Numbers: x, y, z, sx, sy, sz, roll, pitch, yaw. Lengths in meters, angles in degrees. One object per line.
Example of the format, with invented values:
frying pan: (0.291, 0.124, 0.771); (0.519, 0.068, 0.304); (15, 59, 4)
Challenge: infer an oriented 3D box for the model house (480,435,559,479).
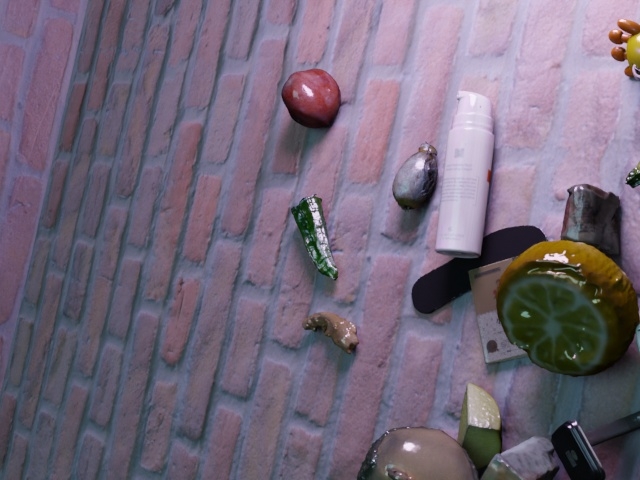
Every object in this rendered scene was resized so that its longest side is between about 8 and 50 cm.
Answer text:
model house: (0.415, 0.553, 1.571); (0.325, 0.194, 0.267); (38, 117, 33)

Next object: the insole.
insole: (0.328, 0.062, 1.888); (0.348, 0.009, 0.119); (-31, 59, 35)

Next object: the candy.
candy: (0.442, 0.124, 1.625); (0.260, 0.118, 0.259); (18, 123, 30)

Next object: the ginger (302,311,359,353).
ginger: (0.029, 0.208, 2.117); (0.173, 0.051, 0.069); (25, 92, 49)

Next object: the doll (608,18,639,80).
doll: (0.619, -0.325, 1.623); (0.221, 0.143, 0.135); (32, 75, 37)

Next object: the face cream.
face cream: (0.307, -0.140, 1.887); (0.102, 0.102, 0.345); (2, 79, 44)

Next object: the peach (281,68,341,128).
peach: (-0.023, -0.345, 2.236); (0.152, 0.152, 0.152); (-12, 72, 42)

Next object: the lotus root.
lotus root: (0.215, -0.143, 1.997); (0.088, 0.088, 0.165); (22, 86, 44)

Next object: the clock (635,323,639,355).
clock: (0.625, 0.178, 1.486); (0.189, 0.060, 0.148); (-16, 29, 16)

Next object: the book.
book: (0.373, 0.141, 1.809); (0.138, 0.016, 0.198); (-20, 70, 39)

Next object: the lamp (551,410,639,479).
lamp: (0.558, 0.358, 1.513); (0.283, 0.124, 0.203); (-23, 65, 3)

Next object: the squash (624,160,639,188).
squash: (0.657, -0.160, 1.581); (0.252, 0.066, 0.066); (-23, 65, 38)

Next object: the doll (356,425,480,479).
doll: (0.169, 0.523, 1.753); (0.247, 0.247, 0.349); (63, 149, 33)

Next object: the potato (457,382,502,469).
potato: (0.320, 0.376, 1.796); (0.120, 0.081, 0.149); (-76, -6, -50)

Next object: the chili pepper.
chili pepper: (0.000, 0.000, 2.186); (0.088, 0.059, 0.226); (-38, 58, 26)

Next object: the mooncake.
mooncake: (0.497, -0.040, 1.663); (0.073, 0.130, 0.125); (-6, 74, 46)
